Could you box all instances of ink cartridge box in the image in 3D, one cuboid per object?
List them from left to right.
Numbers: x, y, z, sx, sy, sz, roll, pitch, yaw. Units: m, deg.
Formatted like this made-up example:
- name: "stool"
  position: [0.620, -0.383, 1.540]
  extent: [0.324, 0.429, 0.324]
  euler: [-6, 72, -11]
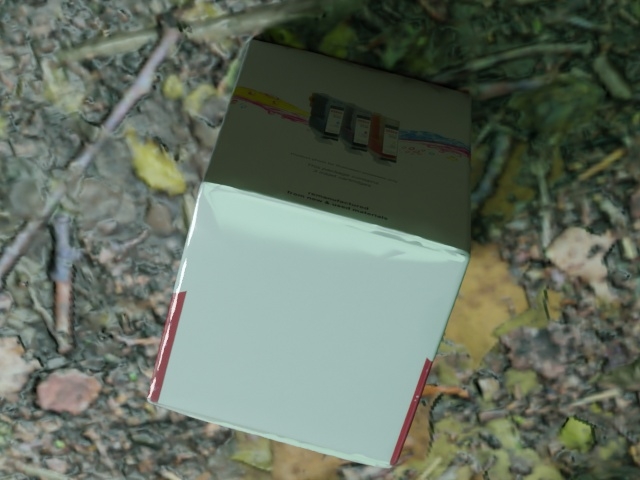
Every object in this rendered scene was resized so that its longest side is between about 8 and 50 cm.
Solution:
- name: "ink cartridge box"
  position: [0.000, 0.000, 0.825]
  extent: [0.127, 0.176, 0.128]
  euler: [15, 119, -2]
